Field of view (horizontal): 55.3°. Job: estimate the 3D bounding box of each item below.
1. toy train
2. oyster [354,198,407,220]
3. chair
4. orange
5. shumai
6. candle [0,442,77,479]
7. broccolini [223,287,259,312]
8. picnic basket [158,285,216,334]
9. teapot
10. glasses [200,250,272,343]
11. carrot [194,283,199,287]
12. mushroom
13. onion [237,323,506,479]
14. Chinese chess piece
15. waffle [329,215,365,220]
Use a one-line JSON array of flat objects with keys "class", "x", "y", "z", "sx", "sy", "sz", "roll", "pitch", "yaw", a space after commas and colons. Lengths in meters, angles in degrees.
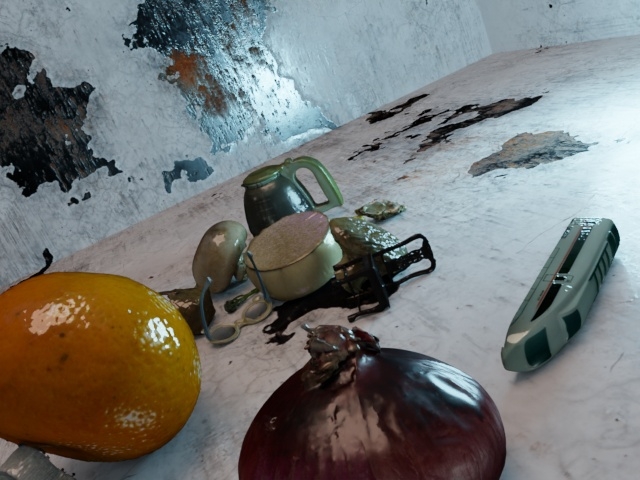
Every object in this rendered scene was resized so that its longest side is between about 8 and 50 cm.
[{"class": "toy train", "x": 0.421, "y": 0.090, "z": 1.045, "sx": 0.088, "sy": 0.086, "sz": 0.407, "roll": 2, "pitch": 31, "yaw": 40}, {"class": "oyster", "x": 0.177, "y": -0.087, "z": 1.838, "sx": 0.148, "sy": 0.051, "sz": 0.103, "roll": 9, "pitch": 26, "yaw": 22}, {"class": "chair", "x": 0.148, "y": 0.076, "z": 1.354, "sx": 0.229, "sy": 0.106, "sz": 0.113, "roll": -22, "pitch": 18, "yaw": 7}, {"class": "orange", "x": -0.430, "y": 0.227, "z": 1.139, "sx": 0.424, "sy": 0.424, "sz": 0.326, "roll": -12, "pitch": 53, "yaw": 30}, {"class": "shumai", "x": 0.097, "y": 0.039, "z": 1.476, "sx": 0.152, "sy": 0.210, "sz": 0.161, "roll": -65, "pitch": 19, "yaw": 15}, {"class": "candle", "x": -0.460, "y": 0.441, "z": 1.036, "sx": 0.068, "sy": 0.192, "sz": 0.168, "roll": -47, "pitch": -14, "yaw": -48}, {"class": "broccolini", "x": -0.204, "y": 0.156, "z": 1.674, "sx": 0.140, "sy": 0.030, "sz": 0.035, "roll": -30, "pitch": 28, "yaw": -32}, {"class": "picnic basket", "x": -0.381, "y": 0.191, "z": 1.614, "sx": 0.179, "sy": 0.127, "sz": 0.137, "roll": -2, "pitch": 20, "yaw": 7}, {"class": "teapot", "x": -0.126, "y": -0.140, "z": 2.047, "sx": 0.322, "sy": 0.239, "sz": 0.239, "roll": -5, "pitch": 28, "yaw": 40}, {"class": "glasses", "x": -0.198, "y": 0.147, "z": 1.462, "sx": 0.190, "sy": 0.220, "sz": 0.088, "roll": -32, "pitch": 60, "yaw": -27}, {"class": "carrot", "x": -0.336, "y": 0.118, "z": 1.914, "sx": 0.142, "sy": 0.035, "sz": 0.035, "roll": -28, "pitch": 18, "yaw": -34}, {"class": "mushroom", "x": -0.283, "y": 0.051, "z": 1.815, "sx": 0.178, "sy": 0.226, "sz": 0.226, "roll": 15, "pitch": 13, "yaw": -14}, {"class": "onion", "x": 0.052, "y": 0.231, "z": 0.790, "sx": 0.348, "sy": 0.285, "sz": 0.347, "roll": -16, "pitch": 10, "yaw": 3}, {"class": "Chinese chess piece", "x": -0.070, "y": 0.036, "z": 1.627, "sx": 0.270, "sy": 0.112, "sz": 0.270, "roll": -20, "pitch": 32, "yaw": 13}, {"class": "waffle", "x": -0.001, "y": -0.002, "z": 1.817, "sx": 0.250, "sy": 0.056, "sz": 0.261, "roll": -6, "pitch": 27, "yaw": 41}]
